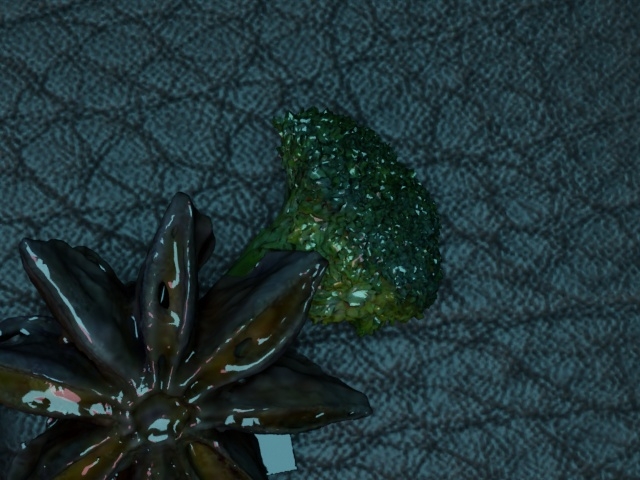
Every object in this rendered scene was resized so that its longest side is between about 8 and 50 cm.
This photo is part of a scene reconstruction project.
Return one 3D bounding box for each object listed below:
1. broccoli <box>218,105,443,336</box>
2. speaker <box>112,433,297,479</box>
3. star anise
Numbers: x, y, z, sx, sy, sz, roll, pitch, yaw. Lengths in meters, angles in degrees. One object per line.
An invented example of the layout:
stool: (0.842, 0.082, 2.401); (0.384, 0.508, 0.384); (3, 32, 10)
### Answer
broccoli: (0.000, 0.000, 1.364); (0.194, 0.194, 0.219); (-47, 113, -4)
speaker: (-0.117, 0.190, 1.382); (0.191, 0.040, 0.046); (-11, 89, -4)
star anise: (-0.124, 0.109, 1.278); (0.331, 0.118, 0.332); (-5, 116, -9)
